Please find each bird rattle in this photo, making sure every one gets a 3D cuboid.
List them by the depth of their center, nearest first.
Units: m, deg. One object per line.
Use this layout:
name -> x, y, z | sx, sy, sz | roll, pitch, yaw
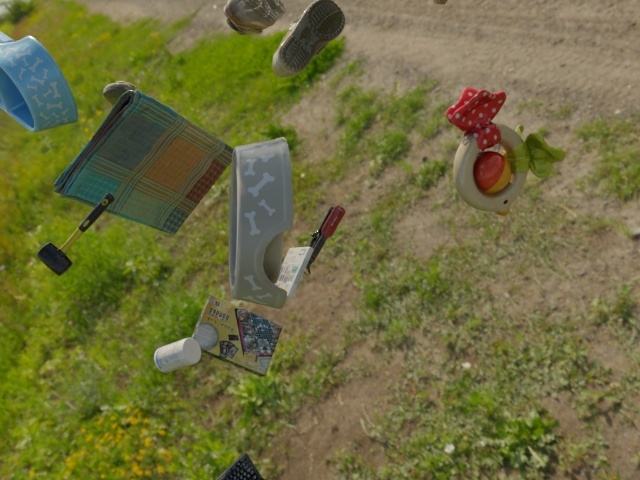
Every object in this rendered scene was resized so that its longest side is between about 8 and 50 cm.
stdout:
bird rattle -> 0.325, -0.157, 1.271 | 0.143, 0.253, 0.207 | 18, 85, 52

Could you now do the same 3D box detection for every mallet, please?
mallet -> -0.453, -0.021, 1.269 | 0.189, 0.062, 0.039 | -52, 5, 13

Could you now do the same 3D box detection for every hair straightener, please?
hair straightener -> 0.000, 0.000, 2.087 | 0.230, 0.047, 0.089 | -66, 19, -9

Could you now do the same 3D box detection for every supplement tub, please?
supplement tub -> -0.370, 0.297, 1.777 | 0.107, 0.071, 0.071 | -21, 33, 28

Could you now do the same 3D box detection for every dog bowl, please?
dog bowl -> -0.546, -0.293, 1.218 | 0.297, 0.166, 0.074 | 34, 57, 31
dog bowl -> -0.128, -0.035, 1.388 | 0.102, 0.348, 0.349 | 0, 28, -11

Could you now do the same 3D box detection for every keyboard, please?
keyboard -> -0.187, 0.512, 1.339 | 0.180, 0.023, 0.108 | -44, 54, -1

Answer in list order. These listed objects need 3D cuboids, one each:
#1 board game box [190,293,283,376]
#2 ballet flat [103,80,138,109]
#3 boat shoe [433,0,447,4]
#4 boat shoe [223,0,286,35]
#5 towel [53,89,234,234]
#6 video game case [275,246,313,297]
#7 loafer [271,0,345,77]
board game box -> -0.250, 0.285, 2.049 | 0.042, 0.243, 0.165 | -34, 33, 62
ballet flat -> -0.448, -0.332, 1.583 | 0.250, 0.084, 0.058 | 168, 122, -77
boat shoe -> 0.266, -0.536, 1.374 | 0.050, 0.135, 0.045 | -15, 42, -45
boat shoe -> -0.183, -0.582, 1.787 | 0.116, 0.123, 0.324 | -35, 8, 23
towel -> -0.365, -0.156, 1.517 | 0.271, 0.370, 0.040 | -50, 60, 8
video game case -> -0.080, 0.085, 1.853 | 0.143, 0.019, 0.157 | -66, 20, -11
loafer -> -0.037, -0.478, 1.622 | 0.092, 0.102, 0.268 | -16, 30, 52
